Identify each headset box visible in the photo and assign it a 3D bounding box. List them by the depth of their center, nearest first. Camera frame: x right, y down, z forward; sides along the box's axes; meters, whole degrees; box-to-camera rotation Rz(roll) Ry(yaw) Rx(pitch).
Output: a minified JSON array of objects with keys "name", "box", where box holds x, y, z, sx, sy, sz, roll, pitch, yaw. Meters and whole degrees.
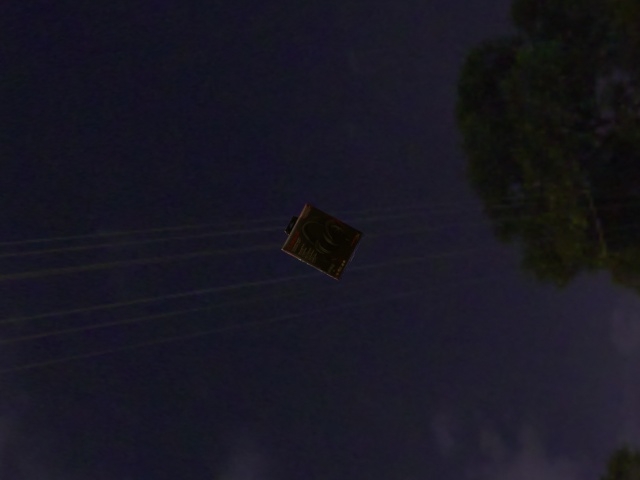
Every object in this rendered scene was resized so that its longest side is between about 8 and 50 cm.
[{"name":"headset box","box":[0.000,0.000,1.167,0.062,0.083,0.032,-61,-7,-1]}]
